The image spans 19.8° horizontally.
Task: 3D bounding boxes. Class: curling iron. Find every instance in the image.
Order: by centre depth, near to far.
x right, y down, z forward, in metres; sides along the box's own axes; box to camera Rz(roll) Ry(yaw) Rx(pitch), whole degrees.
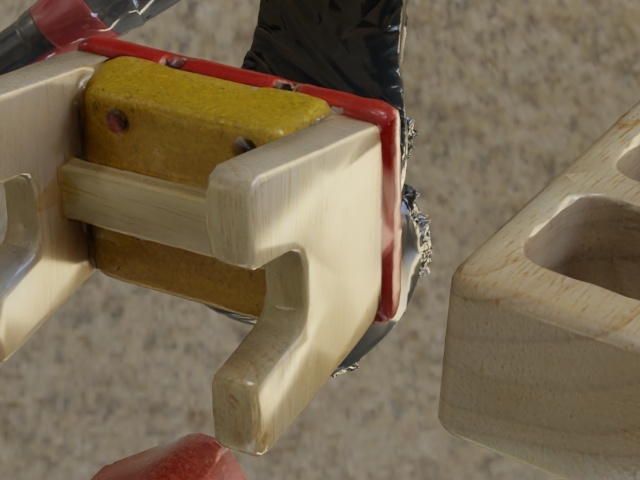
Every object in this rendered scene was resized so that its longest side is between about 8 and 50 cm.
[{"bbox_3d":[-0.081,-0.075,0.697,0.274,0.035,0.068,-41,109,-9],"label":"curling iron"}]

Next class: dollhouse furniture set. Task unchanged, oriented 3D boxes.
[{"bbox_3d":[0.097,0.068,0.473,0.374,0.152,0.201,16,122,28],"label":"dollhouse furniture set"}]

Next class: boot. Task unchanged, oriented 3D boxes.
[{"bbox_3d":[0.000,0.000,0.868,0.094,0.246,0.207,4,135,8],"label":"boot"}]
